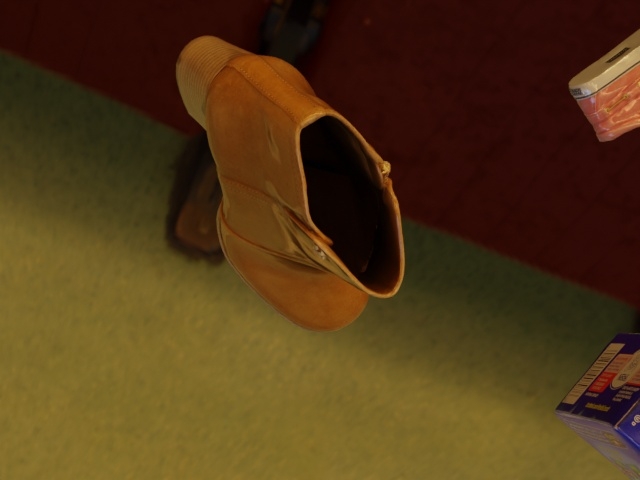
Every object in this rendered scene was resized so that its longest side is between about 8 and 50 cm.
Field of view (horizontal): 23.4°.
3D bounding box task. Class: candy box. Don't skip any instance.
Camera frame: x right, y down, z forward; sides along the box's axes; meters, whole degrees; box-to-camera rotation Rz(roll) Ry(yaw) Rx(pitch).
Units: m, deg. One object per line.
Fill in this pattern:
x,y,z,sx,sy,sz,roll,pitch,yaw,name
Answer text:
0.396,0.229,1.447,0.317,0.268,0.122,42,86,0,candy box

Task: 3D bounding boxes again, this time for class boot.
0.001,-0.001,1.090,0.104,0.295,0.211,-34,37,-10,boot

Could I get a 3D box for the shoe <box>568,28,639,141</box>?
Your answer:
0.368,-0.187,1.746,0.178,0.063,0.081,-34,108,-10,shoe
